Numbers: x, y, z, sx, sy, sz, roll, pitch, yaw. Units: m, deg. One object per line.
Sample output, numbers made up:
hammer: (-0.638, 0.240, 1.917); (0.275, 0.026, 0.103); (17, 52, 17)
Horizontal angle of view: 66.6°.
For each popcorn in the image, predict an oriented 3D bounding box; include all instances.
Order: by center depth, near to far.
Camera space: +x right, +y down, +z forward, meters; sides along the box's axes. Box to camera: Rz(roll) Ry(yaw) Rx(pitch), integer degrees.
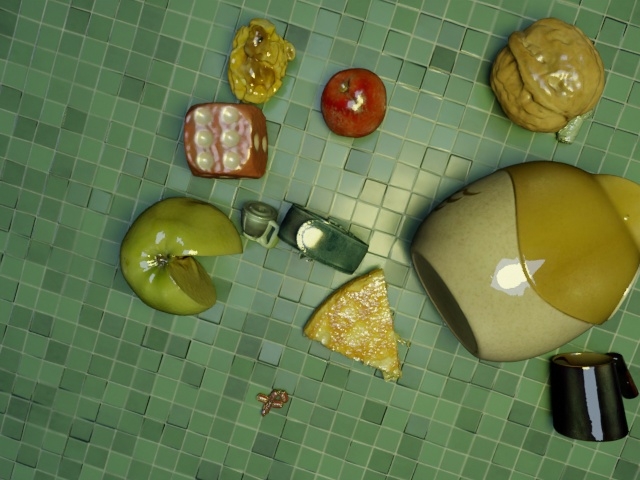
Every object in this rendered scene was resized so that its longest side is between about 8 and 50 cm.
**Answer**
popcorn: (-0.154, -0.443, 1.200); (0.140, 0.163, 0.194); (24, 128, 19)

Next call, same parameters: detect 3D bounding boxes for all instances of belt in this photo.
belt: (0.000, 0.000, 1.161); (0.206, 0.267, 0.116); (31, 95, 24)

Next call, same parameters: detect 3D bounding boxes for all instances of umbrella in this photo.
umbrella: (0.636, -0.309, 1.210); (0.067, 0.062, 0.143); (12, 107, -35)

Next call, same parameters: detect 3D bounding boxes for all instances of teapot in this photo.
teapot: (-0.159, -0.036, 1.244); (0.092, 0.124, 0.090); (5, 121, -25)

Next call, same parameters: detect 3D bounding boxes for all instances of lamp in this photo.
lamp: (-0.127, 0.435, 1.317); (0.083, 0.031, 0.063); (-18, 94, -1)

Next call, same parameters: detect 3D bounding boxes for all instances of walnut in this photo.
walnut: (0.516, -0.383, 1.130); (0.257, 0.257, 0.224); (50, 132, -2)

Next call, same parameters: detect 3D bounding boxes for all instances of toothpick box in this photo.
toothpick box: (0.455, 0.037, 1.073); (0.425, 0.409, 0.408); (-30, 93, -1)

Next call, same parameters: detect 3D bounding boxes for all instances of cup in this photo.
cup: (0.686, 0.379, 1.241); (0.166, 0.239, 0.176); (-8, 88, 45)

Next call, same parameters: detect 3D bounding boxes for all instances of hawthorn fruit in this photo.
hawthorn fruit: (0.082, -0.332, 1.179); (0.173, 0.173, 0.172); (0, 94, 3)

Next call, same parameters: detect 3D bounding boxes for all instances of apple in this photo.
apple: (-0.336, 0.038, 1.185); (0.292, 0.254, 0.291); (0, 91, 6)

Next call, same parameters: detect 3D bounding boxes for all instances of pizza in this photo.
pizza: (0.113, 0.252, 1.274); (0.280, 0.075, 0.287); (-32, 94, 8)

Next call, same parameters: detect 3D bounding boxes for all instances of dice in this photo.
dice: (-0.226, -0.241, 1.196); (0.174, 0.179, 0.174); (2, 92, 3)
